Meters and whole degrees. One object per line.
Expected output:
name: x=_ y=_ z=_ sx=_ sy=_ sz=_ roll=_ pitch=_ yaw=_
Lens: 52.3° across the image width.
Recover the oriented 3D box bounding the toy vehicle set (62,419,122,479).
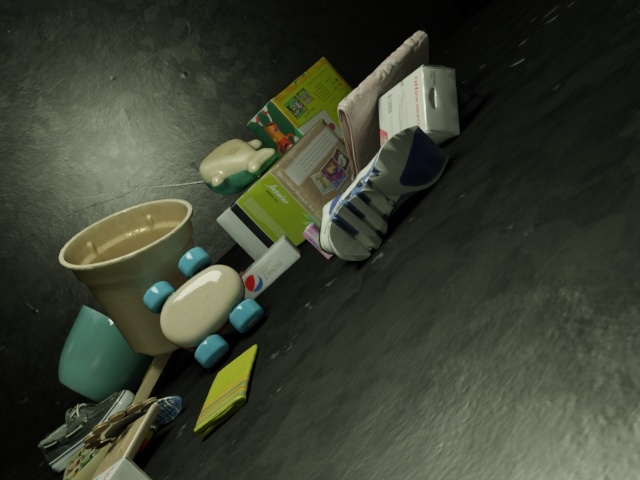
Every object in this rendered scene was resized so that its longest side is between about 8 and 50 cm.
toy vehicle set: x=-0.541 y=0.514 z=1.566 sx=0.166 sy=0.035 sz=0.267 roll=-46 pitch=10 yaw=-16

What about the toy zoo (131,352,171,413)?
toy zoo: x=-0.446 y=0.338 z=1.796 sx=0.192 sy=0.030 sz=0.293 roll=-61 pitch=9 yaw=2

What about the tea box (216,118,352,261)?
tea box: x=-0.079 y=-0.139 z=1.955 sx=0.323 sy=0.220 sz=0.329 roll=-35 pitch=12 yaw=38

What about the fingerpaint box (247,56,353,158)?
fingerpaint box: x=0.000 y=-0.409 z=2.361 sx=0.163 sy=0.371 sz=0.445 roll=-35 pitch=13 yaw=40

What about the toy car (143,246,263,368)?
toy car: x=-0.248 y=0.173 z=1.520 sx=0.210 sy=0.219 sz=0.238 roll=-46 pitch=-20 yaw=-8

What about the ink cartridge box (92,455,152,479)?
ink cartridge box: x=-0.344 y=0.431 z=0.933 sx=0.212 sy=0.093 sz=0.154 roll=-37 pitch=10 yaw=24

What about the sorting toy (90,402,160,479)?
sorting toy: x=-0.387 y=0.428 z=1.254 sx=0.208 sy=0.038 sz=0.193 roll=-42 pitch=16 yaw=40

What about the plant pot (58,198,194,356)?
plant pot: x=-0.426 y=0.105 z=1.633 sx=0.333 sy=0.306 sz=0.334 roll=-14 pitch=26 yaw=7

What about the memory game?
memory game: x=-0.412 y=0.386 z=1.376 sx=0.186 sy=0.012 sz=0.186 roll=-30 pitch=-22 yaw=-13

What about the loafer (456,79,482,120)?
loafer: x=0.288 y=-0.327 z=1.626 sx=0.109 sy=0.095 sz=0.302 roll=-46 pitch=10 yaw=-18

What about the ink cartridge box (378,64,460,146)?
ink cartridge box: x=0.225 y=-0.292 z=1.517 sx=0.092 sy=0.159 sz=0.218 roll=0 pitch=-9 yaw=-20

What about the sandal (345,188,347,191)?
sandal: x=0.099 y=-0.120 z=1.611 sx=0.219 sy=0.060 sz=0.090 roll=-47 pitch=10 yaw=-23

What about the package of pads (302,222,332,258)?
package of pads: x=0.000 y=0.000 z=1.425 sx=0.032 sy=0.083 sz=0.050 roll=-46 pitch=5 yaw=16

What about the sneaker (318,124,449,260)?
sneaker: x=0.092 y=-0.085 z=1.279 sx=0.315 sy=0.127 sz=0.182 roll=-48 pitch=13 yaw=-19

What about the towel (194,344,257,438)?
towel: x=-0.158 y=0.259 z=1.149 sx=0.102 sy=0.021 sz=0.237 roll=-37 pitch=9 yaw=7

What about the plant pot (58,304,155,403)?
plant pot: x=-0.668 y=0.373 z=2.028 sx=0.235 sy=0.293 sz=0.293 roll=-63 pitch=15 yaw=-16

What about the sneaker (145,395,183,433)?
sneaker: x=-0.329 y=0.353 z=1.349 sx=0.135 sy=0.052 sz=0.058 roll=-39 pitch=6 yaw=24

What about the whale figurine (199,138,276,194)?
whale figurine: x=-0.231 y=-0.208 z=1.924 sx=0.272 sy=0.141 sz=0.216 roll=3 pitch=43 yaw=44

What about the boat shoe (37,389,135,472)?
boat shoe: x=-0.663 y=0.516 z=1.816 sx=0.335 sy=0.119 sz=0.121 roll=-42 pitch=9 yaw=10

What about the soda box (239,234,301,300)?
soda box: x=-0.152 y=0.084 z=1.743 sx=0.216 sy=0.069 sz=0.074 roll=-43 pitch=9 yaw=6

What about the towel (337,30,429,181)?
towel: x=0.177 y=-0.341 z=1.730 sx=0.332 sy=0.053 sz=0.317 roll=-47 pitch=-30 yaw=-22

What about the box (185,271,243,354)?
box: x=-0.291 y=0.202 z=1.838 sx=0.183 sy=0.056 sz=0.231 roll=-41 pitch=10 yaw=19
